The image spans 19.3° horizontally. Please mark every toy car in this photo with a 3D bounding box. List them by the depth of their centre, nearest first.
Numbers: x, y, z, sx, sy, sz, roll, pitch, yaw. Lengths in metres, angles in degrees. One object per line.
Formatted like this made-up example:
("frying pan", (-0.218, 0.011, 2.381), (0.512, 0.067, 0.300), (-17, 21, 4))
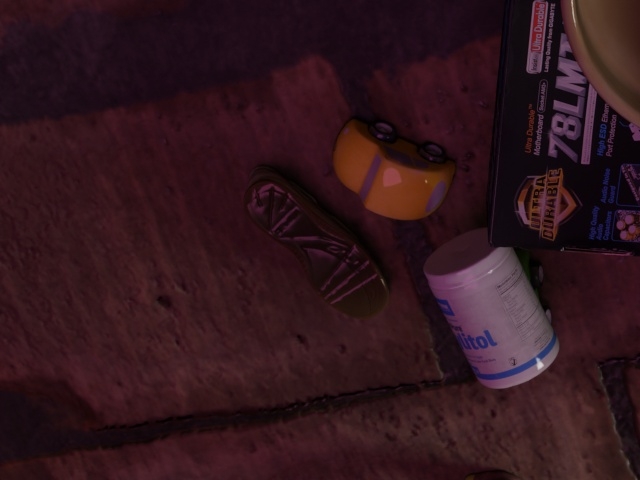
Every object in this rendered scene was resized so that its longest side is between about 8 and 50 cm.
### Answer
("toy car", (0.135, 0.002, 1.466), (0.239, 0.053, 0.225), (-5, 117, 20))

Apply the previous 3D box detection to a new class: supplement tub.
("supplement tub", (0.130, 0.052, 1.423), (0.071, 0.071, 0.107), (-20, 112, 25))

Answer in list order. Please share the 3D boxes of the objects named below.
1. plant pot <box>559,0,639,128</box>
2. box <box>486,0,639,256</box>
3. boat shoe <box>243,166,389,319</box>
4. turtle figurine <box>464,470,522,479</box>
("plant pot", (0.263, -0.179, 1.157), (0.237, 0.109, 0.237), (2, 124, 3))
("box", (0.270, -0.123, 1.299), (0.293, 0.073, 0.295), (3, 122, 3))
("boat shoe", (-0.002, 0.001, 1.519), (0.153, 0.048, 0.056), (41, 110, -16))
("turtle figurine", (0.133, 0.279, 1.527), (0.269, 0.217, 0.087), (44, 121, -9))
